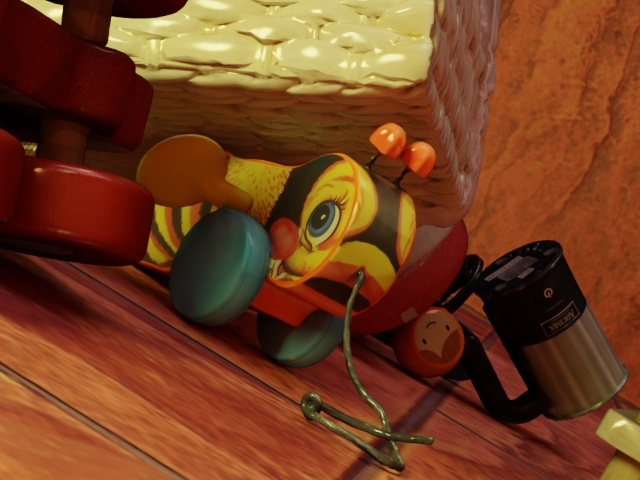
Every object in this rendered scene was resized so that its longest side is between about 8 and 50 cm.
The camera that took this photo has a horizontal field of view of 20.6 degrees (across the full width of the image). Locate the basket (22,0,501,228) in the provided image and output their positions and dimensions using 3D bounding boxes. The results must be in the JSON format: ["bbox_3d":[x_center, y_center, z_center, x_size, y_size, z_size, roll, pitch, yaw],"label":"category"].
[{"bbox_3d":[-0.045,-0.206,1.163,0.331,0.328,0.266,6,-13,8],"label":"basket"}]

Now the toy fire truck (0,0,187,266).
[{"bbox_3d":[-0.216,-0.095,0.829,0.254,0.169,0.302,6,-7,22],"label":"toy fire truck"}]

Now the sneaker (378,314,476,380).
[{"bbox_3d":[0.086,0.077,1.601,0.144,0.053,0.059,32,1,5],"label":"sneaker"}]

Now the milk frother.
[{"bbox_3d":[0.175,0.078,1.529,0.134,0.129,0.143,60,4,-18],"label":"milk frother"}]

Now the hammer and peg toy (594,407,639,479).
[{"bbox_3d":[0.371,0.223,1.264,0.361,0.127,0.266,32,3,18],"label":"hammer and peg toy"}]

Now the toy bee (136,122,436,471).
[{"bbox_3d":[0.000,0.000,1.049,0.298,0.162,0.195,32,2,30],"label":"toy bee"}]

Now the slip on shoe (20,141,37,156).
[{"bbox_3d":[-0.171,-0.035,1.070,0.041,0.051,0.135,42,-6,-15],"label":"slip on shoe"}]

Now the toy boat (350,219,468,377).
[{"bbox_3d":[0.066,0.044,1.444,0.151,0.151,0.231,60,3,0],"label":"toy boat"}]
